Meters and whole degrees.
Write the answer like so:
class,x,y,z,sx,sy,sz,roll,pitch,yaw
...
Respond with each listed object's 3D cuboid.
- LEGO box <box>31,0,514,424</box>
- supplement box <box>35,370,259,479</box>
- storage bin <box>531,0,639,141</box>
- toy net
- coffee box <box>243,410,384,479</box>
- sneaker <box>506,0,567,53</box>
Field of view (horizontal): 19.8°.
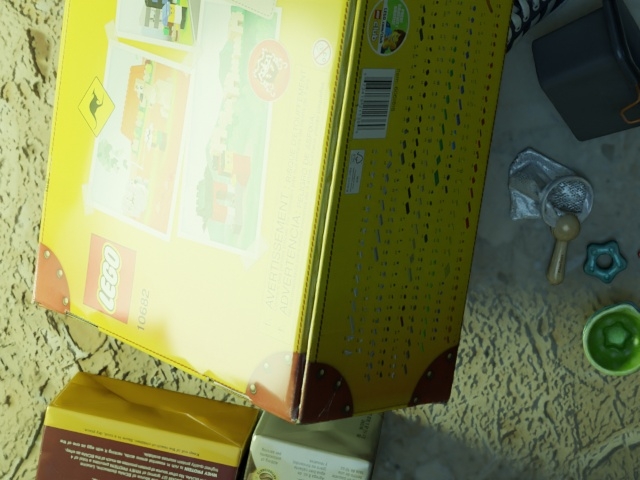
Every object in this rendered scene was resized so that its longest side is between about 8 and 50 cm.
class,x,y,z,sx,sy,sz,roll,pitch,yaw
LEGO box,-0.045,-0.138,1.578,0.372,0.193,0.500,21,107,43
supplement box,-0.177,0.254,1.797,0.191,0.129,0.194,12,102,3
storage bin,0.255,-0.144,1.670,0.091,0.098,0.135,-21,144,20
toy net,0.264,0.009,1.744,0.122,0.045,0.232,-31,97,11
coffee box,-0.029,0.313,1.774,0.119,0.168,0.297,12,102,3
sneaker,0.157,-0.214,1.653,0.282,0.153,0.099,-43,95,12
